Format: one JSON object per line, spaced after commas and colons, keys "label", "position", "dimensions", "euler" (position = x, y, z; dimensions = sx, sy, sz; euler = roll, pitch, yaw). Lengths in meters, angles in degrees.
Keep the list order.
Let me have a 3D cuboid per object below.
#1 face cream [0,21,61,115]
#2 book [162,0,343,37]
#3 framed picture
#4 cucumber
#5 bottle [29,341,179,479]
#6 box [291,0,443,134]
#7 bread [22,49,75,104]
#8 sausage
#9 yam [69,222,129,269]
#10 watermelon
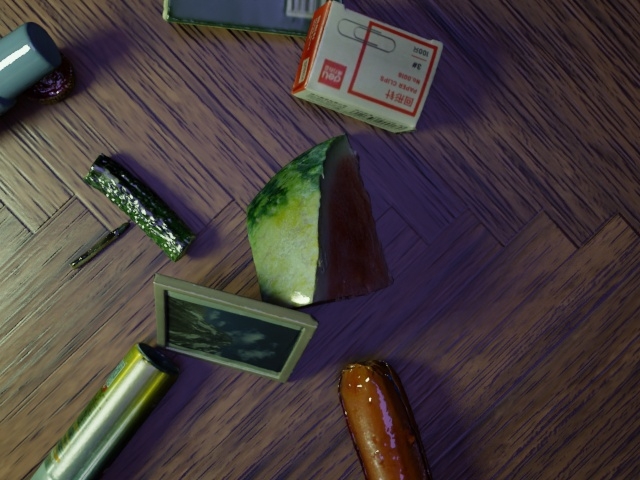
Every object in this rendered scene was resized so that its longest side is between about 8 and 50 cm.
{"label": "face cream", "position": [-0.528, -0.174, 1.064], "dimensions": [0.385, 0.086, 0.136], "euler": [-28, 94, 14]}
{"label": "book", "position": [-0.082, -0.483, 1.078], "dimensions": [0.260, 0.043, 0.371], "euler": [3, 99, -15]}
{"label": "framed picture", "position": [-0.122, 0.125, 1.027], "dimensions": [0.208, 0.281, 0.019], "euler": [15, 64, -2]}
{"label": "cucumber", "position": [-0.262, -0.050, 1.114], "dimensions": [0.187, 0.058, 0.058], "euler": [43, 89, -2]}
{"label": "bottle", "position": [-0.321, 0.283, 1.106], "dimensions": [0.082, 0.082, 0.286], "euler": [38, 90, -4]}
{"label": "box", "position": [0.066, -0.242, 1.086], "dimensions": [0.182, 0.099, 0.133], "euler": [18, 91, -17]}
{"label": "bread", "position": [-0.396, -0.237, 1.098], "dimensions": [0.084, 0.053, 0.085], "euler": [0, 92, -3]}
{"label": "sausage", "position": [0.113, 0.333, 1.125], "dimensions": [0.102, 0.102, 0.331], "euler": [-16, 92, -3]}
{"label": "yam", "position": [-0.325, 0.008, 1.130], "dimensions": [0.107, 0.014, 0.014], "euler": [-38, 93, -2]}
{"label": "watermelon", "position": [0.000, 0.000, 1.073], "dimensions": [0.192, 0.232, 0.310], "euler": [-12, 48, -1]}
